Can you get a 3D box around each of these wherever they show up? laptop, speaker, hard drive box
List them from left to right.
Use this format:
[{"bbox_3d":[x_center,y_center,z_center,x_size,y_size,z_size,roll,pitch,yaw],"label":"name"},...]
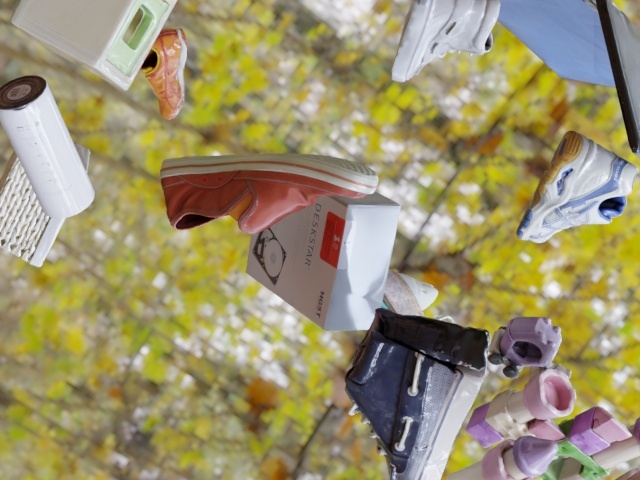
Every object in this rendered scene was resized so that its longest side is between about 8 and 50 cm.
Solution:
[{"bbox_3d":[-0.262,-0.087,1.434,0.055,0.136,0.055,-11,-141,9],"label":"speaker"},{"bbox_3d":[0.000,0.000,2.083,0.232,0.089,0.181,31,-64,53],"label":"hard drive box"},{"bbox_3d":[0.420,-0.203,2.300,0.236,0.382,0.407,-23,-121,28],"label":"laptop"}]

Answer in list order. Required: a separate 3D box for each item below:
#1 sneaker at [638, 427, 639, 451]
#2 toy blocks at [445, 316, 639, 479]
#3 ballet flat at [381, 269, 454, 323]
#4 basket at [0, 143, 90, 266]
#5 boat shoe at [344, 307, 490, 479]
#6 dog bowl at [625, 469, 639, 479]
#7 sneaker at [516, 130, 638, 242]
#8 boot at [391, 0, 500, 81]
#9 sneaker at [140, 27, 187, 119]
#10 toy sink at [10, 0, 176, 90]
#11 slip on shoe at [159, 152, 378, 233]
[{"bbox_3d":[0.411,0.258,1.717,0.111,0.103,0.252,2,105,-67],"label":"sneaker"},{"bbox_3d":[0.374,0.260,2.023,0.260,0.289,0.309,-34,-157,45],"label":"toy blocks"},{"bbox_3d":[0.153,0.132,2.417,0.106,0.316,0.107,-37,-158,-16],"label":"ballet flat"},{"bbox_3d":[-0.416,-0.067,2.188,0.167,0.103,0.113,-60,-164,18],"label":"basket"},{"bbox_3d":[0.097,0.224,1.943,0.127,0.158,0.340,-72,180,-54],"label":"boat shoe"},{"bbox_3d":[0.388,0.382,1.441,0.150,0.408,0.408,15,-110,56],"label":"dog bowl"},{"bbox_3d":[0.382,-0.052,2.255,0.296,0.131,0.111,105,9,-71],"label":"sneaker"},{"bbox_3d":[0.172,-0.272,2.068,0.258,0.123,0.095,109,-5,-77],"label":"boot"},{"bbox_3d":[-0.232,-0.246,2.213,0.175,0.067,0.064,96,-16,-49],"label":"sneaker"},{"bbox_3d":[-0.242,-0.318,1.814,0.234,0.131,0.153,-62,172,-2],"label":"toy sink"},{"bbox_3d":[-0.067,-0.059,1.895,0.331,0.123,0.101,-1,-92,36],"label":"slip on shoe"}]
